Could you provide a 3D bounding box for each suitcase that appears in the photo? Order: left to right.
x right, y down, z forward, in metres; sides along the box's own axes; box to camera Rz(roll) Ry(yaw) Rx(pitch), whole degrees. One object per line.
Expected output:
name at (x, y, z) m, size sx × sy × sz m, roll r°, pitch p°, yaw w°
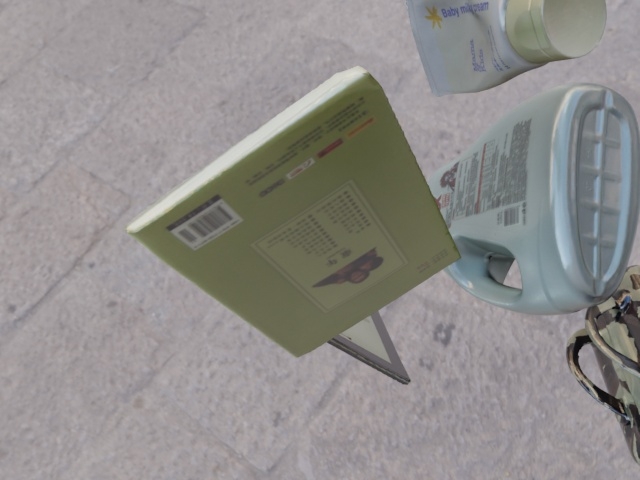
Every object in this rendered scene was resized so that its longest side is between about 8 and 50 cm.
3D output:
suitcase at (0.541, 0.190, 1.044) m, size 0.339 × 0.194 × 0.351 m, roll 16°, pitch 34°, yaw -6°

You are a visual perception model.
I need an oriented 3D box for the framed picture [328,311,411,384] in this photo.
framed picture at (0.017, 0.119, 1.253) m, size 0.016 × 0.265 × 0.347 m, roll -57°, pitch 13°, yaw 10°

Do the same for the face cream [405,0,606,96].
face cream at (0.149, -0.189, 0.646) m, size 0.070 × 0.114 × 0.224 m, roll -27°, pitch 19°, yaw -21°

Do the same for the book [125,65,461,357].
book at (0.000, 0.000, 0.702) m, size 0.239 × 0.352 × 0.035 m, roll -33°, pitch 56°, yaw 5°

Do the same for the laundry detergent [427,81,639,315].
laundry detergent at (0.227, -0.030, 0.933) m, size 0.124 × 0.398 × 0.264 m, roll 8°, pitch 80°, yaw -21°
